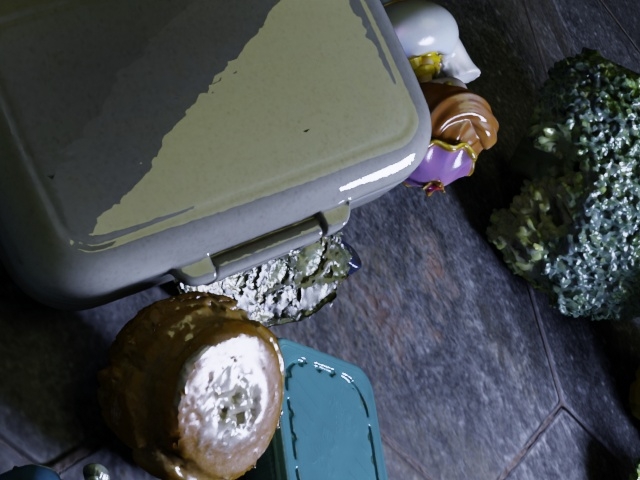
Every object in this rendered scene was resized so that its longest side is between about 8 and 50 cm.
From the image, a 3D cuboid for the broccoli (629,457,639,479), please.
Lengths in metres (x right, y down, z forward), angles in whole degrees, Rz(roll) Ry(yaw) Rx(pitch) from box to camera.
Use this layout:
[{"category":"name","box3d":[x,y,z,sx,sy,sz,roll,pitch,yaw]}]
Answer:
[{"category":"broccoli","box3d":[0.541,0.482,1.546,0.353,0.275,0.397,4,42,-3]}]

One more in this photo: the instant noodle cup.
[{"category":"instant noodle cup","box3d":[-0.011,0.188,1.119,0.157,0.070,0.179,24,47,-46]}]

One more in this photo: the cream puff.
[{"category":"cream puff","box3d":[-0.105,0.115,0.987,0.150,0.115,0.165,-14,114,-44]}]

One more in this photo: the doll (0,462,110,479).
[{"category":"doll","box3d":[-0.190,0.178,0.866,0.083,0.076,0.051,20,50,-41]}]

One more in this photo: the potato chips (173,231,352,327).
[{"category":"potato chips","box3d":[-0.049,-0.009,1.160,0.202,0.029,0.220,-53,130,-18]}]

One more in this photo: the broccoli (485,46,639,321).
[{"category":"broccoli","box3d":[0.333,-0.058,1.643,0.249,0.302,0.375,-39,127,-35]}]

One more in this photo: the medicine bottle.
[{"category":"medicine bottle","box3d":[-0.105,-0.107,1.023,0.375,0.123,0.282,-21,81,-27]}]

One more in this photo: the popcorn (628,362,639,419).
[{"category":"popcorn","box3d":[0.525,0.218,1.792,0.197,0.155,0.198,3,84,-34]}]

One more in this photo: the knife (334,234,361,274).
[{"category":"knife","box3d":[0.000,0.000,1.330,0.121,0.018,0.031,32,40,-36]}]

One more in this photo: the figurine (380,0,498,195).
[{"category":"figurine","box3d":[0.120,-0.179,1.530,0.189,0.142,0.264,-10,74,-24]}]
